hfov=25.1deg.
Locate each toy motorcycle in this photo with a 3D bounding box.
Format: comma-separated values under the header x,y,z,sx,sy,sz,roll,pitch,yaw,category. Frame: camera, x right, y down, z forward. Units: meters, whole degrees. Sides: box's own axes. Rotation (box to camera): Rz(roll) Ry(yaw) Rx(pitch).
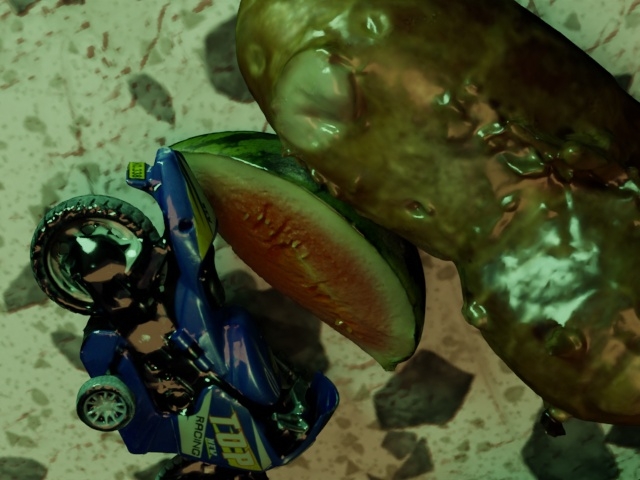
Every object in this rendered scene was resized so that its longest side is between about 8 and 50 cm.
x,y,z,sx,sy,sz,roll,pitch,yaw,category
-0.089,0.084,1.044,0.169,0.113,0.315,-18,117,7,toy motorcycle

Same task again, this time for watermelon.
x,y,z,sx,sy,sz,roll,pitch,yaw,category
-0.002,0.004,1.031,0.119,0.063,0.245,-33,114,33,watermelon

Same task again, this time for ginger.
x,y,z,sx,sy,sz,roll,pitch,yaw,category
0.121,-0.029,0.907,0.418,0.254,0.176,36,120,-10,ginger

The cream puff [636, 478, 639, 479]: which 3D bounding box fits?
x,y,z,sx,sy,sz,roll,pitch,yaw,category
0.247,0.290,1.065,0.291,0.324,0.257,36,79,-32,cream puff
